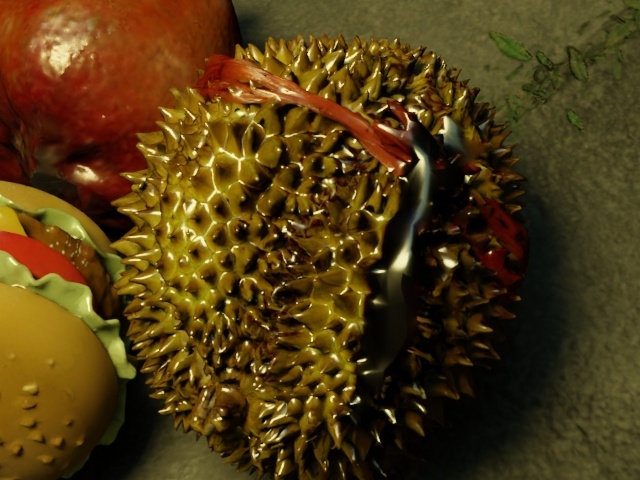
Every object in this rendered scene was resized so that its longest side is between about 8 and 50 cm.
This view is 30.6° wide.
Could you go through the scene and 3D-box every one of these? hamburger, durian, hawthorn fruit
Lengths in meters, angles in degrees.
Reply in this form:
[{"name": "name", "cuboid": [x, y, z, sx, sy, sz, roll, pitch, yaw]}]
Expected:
[{"name": "hamburger", "cuboid": [-0.290, 0.098, 0.979, 0.274, 0.274, 0.212, -16, 34, 4]}, {"name": "durian", "cuboid": [0.005, 0.003, 0.952, 0.347, 0.348, 0.384, 20, 56, 25]}, {"name": "hawthorn fruit", "cuboid": [-0.212, -0.160, 1.145, 0.294, 0.295, 0.311, -8, 55, 10]}]
